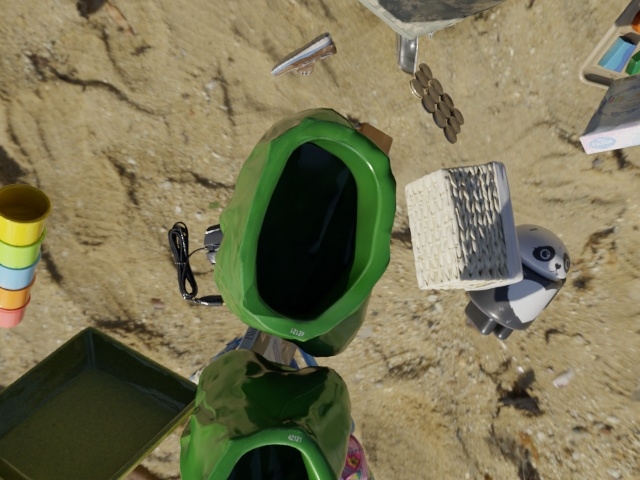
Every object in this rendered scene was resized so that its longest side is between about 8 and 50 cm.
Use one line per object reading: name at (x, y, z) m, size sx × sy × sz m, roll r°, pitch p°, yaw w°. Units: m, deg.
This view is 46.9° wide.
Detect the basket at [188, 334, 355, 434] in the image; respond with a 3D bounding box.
basket at (-0.093, 0.287, 1.382) m, size 0.288 × 0.201 × 0.255 m, roll -29°, pitch 92°, yaw 37°

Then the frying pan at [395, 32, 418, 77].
frying pan at (0.196, -0.497, 1.596) m, size 0.053 × 0.326 × 0.197 m, roll -1°, pitch 61°, yaw 2°

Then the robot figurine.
robot figurine at (0.453, 0.096, 1.701) m, size 0.173 × 0.209 × 0.278 m, roll 37°, pitch 110°, yaw 17°

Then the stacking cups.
stacking cups at (-0.546, 0.047, 1.315) m, size 0.096 × 0.096 × 0.316 m, roll 36°, pitch 130°, yaw 12°

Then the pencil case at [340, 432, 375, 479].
pencil case at (0.055, 0.462, 1.253) m, size 0.124 × 0.124 × 0.284 m, roll -14°, pitch 119°, yaw 11°

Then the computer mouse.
computer mouse at (-0.180, 0.045, 1.522) m, size 0.261 × 0.060 × 0.184 m, roll -5°, pitch 95°, yaw -3°

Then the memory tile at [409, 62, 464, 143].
memory tile at (0.220, -0.259, 1.391) m, size 0.012 × 0.113 × 0.148 m, roll -26°, pitch 113°, yaw 36°

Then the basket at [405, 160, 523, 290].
basket at (0.191, -0.015, 1.007) m, size 0.103 × 0.113 × 0.167 m, roll -4°, pitch 81°, yaw -26°

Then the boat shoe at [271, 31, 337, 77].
boat shoe at (-0.041, -0.464, 1.911) m, size 0.183 × 0.066 × 0.066 m, roll -27°, pitch 116°, yaw 15°

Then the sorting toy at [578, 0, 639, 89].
sorting toy at (0.665, -0.390, 1.460) m, size 0.041 × 0.307 × 0.229 m, roll 55°, pitch 129°, yaw 36°

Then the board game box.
board game box at (0.269, -0.110, 0.598) m, size 0.090 × 0.090 × 0.020 m, roll -7°, pitch 125°, yaw 48°

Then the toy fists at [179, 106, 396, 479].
toy fists at (-0.022, 0.064, 0.420) m, size 0.096 × 0.142 × 0.279 m, roll 8°, pitch 93°, yaw -16°

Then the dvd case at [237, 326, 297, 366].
dvd case at (-0.079, 0.170, 1.087) m, size 0.022 × 0.180 × 0.253 m, roll 11°, pitch 49°, yaw 15°

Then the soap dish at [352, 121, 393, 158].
soap dish at (-0.005, -0.139, 1.604) m, size 0.290 × 0.118 × 0.229 m, roll -7°, pitch 45°, yaw 35°

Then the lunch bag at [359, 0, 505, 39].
lunch bag at (0.144, -0.444, 1.094) m, size 0.287 × 0.235 × 0.169 m, roll 44°, pitch 66°, yaw -24°

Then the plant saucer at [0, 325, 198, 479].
plant saucer at (-0.240, 0.188, 0.742) m, size 0.188 × 0.188 × 0.045 m, roll 20°, pitch 133°, yaw 31°
